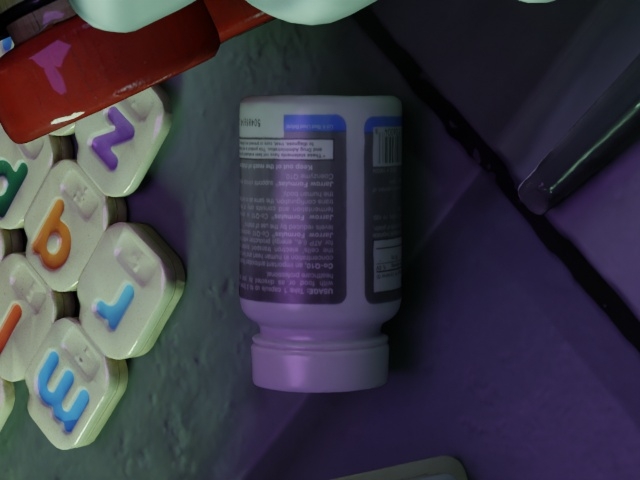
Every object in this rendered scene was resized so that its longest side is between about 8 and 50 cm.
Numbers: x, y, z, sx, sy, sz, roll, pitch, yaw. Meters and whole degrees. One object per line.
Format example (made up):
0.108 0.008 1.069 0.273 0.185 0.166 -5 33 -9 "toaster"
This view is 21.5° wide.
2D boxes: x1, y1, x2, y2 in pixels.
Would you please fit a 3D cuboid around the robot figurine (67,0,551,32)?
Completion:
0.042 -0.211 0.604 0.300 0.353 0.200 54 164 17 "robot figurine"

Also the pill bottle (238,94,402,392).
0.000 0.000 0.796 0.078 0.078 0.137 4 96 40 "pill bottle"

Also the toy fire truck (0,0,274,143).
-0.159 -0.129 0.781 0.254 0.302 0.169 -21 100 30 "toy fire truck"

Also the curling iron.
0.175 -0.086 0.667 0.274 0.035 0.068 -37 70 36 "curling iron"

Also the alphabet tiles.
-0.191 -0.018 0.995 0.284 0.021 0.278 46 118 28 "alphabet tiles"

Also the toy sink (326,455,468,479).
0.000 0.181 0.762 0.234 0.153 0.131 -27 76 40 "toy sink"
